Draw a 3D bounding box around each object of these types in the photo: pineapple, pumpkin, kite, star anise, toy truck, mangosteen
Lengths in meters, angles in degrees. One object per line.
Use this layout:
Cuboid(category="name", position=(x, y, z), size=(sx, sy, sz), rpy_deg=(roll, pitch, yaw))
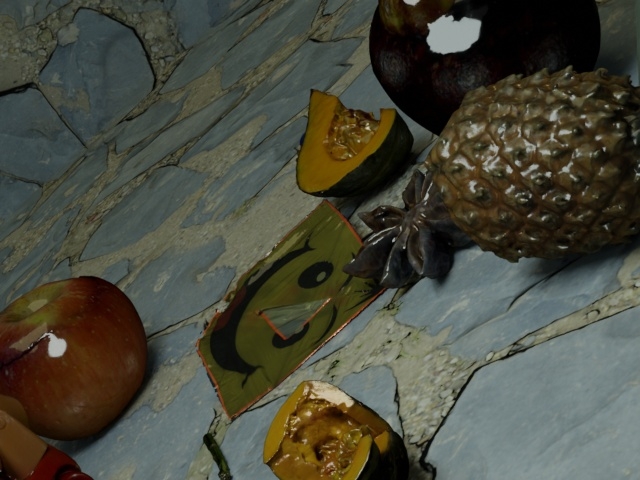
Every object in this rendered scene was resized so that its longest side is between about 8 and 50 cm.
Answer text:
Cuboid(category="pineapple", position=(0.298, -0.090, 1.356), size=(0.362, 0.202, 0.202), rpy_deg=(-10, 37, 43))
Cuboid(category="pumpkin", position=(0.032, -0.115, 2.010), size=(0.163, 0.111, 0.278), rpy_deg=(-50, 30, -9))
Cuboid(category="kite", position=(-0.034, 0.080, 1.805), size=(0.327, 0.013, 0.378), rpy_deg=(-12, 41, 43))
Cuboid(category="pumpkin", position=(0.027, 0.221, 1.322), size=(0.119, 0.107, 0.183), rpy_deg=(-48, 27, 5))
Cuboid(category="star anise", position=(0.139, -0.031, 1.666), size=(0.262, 0.081, 0.230), rpy_deg=(-40, 20, 23))
Cuboid(category="toy truck", position=(-0.432, 0.331, 1.742), size=(0.189, 0.239, 0.265), rpy_deg=(-24, 27, 41))
Cuboid(category="mangosteen", position=(0.207, -0.278, 1.719), size=(0.296, 0.314, 0.297), rpy_deg=(2, 7, 0))

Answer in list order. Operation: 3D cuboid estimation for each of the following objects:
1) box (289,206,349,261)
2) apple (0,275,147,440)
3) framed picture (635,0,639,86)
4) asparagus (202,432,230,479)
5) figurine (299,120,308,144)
Cuboid(category="box", position=(0.000, 0.000, 1.924), size=(0.079, 0.035, 0.083), rpy_deg=(-35, 22, 19))
Cuboid(category="apple", position=(-0.374, 0.174, 2.019), size=(0.251, 0.206, 0.272), rpy_deg=(-40, 20, -26))
Cuboid(category="framed picture", position=(0.433, -0.216, 1.418), size=(0.273, 0.016, 0.217), rpy_deg=(-7, 82, 57))
Cuboid(category="asparagus", position=(-0.125, 0.261, 1.647), size=(0.018, 0.015, 0.127), rpy_deg=(-51, 20, 2))
Cuboid(category="figurine", position=(0.015, -0.163, 2.179), size=(0.086, 0.087, 0.149), rpy_deg=(-5, 20, -8))
